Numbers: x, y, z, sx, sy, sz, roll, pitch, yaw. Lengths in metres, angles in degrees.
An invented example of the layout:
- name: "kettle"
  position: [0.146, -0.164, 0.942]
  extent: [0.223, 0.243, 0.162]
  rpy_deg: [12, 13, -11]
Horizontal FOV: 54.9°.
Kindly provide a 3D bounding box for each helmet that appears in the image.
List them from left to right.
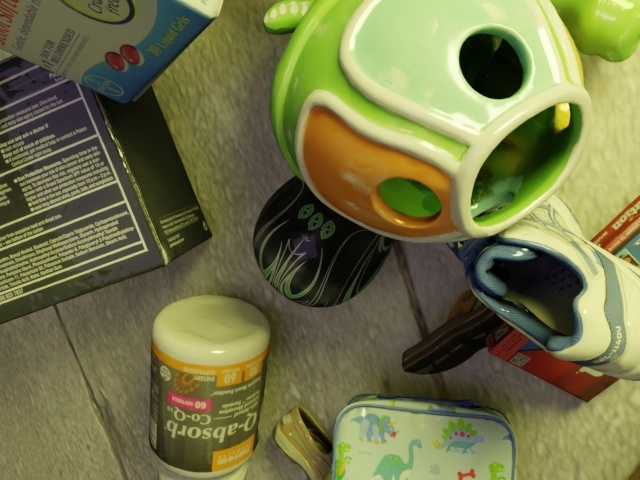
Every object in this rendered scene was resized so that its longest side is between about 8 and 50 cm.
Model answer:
- name: "helmet"
  position: [0.000, 0.000, 0.726]
  extent: [0.169, 0.169, 0.161]
  rpy_deg: [41, 104, 10]

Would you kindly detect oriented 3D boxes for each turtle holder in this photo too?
- name: "turtle holder"
  position: [0.126, -0.125, 0.554]
  extent: [0.227, 0.320, 0.243]
  rpy_deg: [46, 137, 41]

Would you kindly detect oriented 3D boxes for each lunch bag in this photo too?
- name: "lunch bag"
  position: [0.124, 0.276, 0.744]
  extent: [0.219, 0.090, 0.176]
  rpy_deg: [2, 84, 11]

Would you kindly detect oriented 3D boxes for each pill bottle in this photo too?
- name: "pill bottle"
  position: [-0.161, 0.231, 0.878]
  extent: [0.162, 0.162, 0.278]
  rpy_deg: [16, 114, 22]

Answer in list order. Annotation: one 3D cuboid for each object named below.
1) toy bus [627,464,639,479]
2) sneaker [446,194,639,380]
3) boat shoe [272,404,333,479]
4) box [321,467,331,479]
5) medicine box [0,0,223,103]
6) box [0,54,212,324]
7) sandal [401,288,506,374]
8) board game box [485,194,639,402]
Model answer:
- name: "toy bus"
  position: [0.369, 0.312, 0.646]
  extent: [0.108, 0.130, 0.332]
  rpy_deg: [28, 117, 16]
- name: "sneaker"
  position: [0.182, 0.008, 0.572]
  extent: [0.296, 0.131, 0.111]
  rpy_deg: [47, 118, 53]
- name: "boat shoe"
  position: [0.017, 0.314, 0.872]
  extent: [0.190, 0.068, 0.072]
  rpy_deg: [41, 109, 10]
- name: "box"
  position: [0.079, 0.307, 0.815]
  extent: [0.105, 0.043, 0.179]
  rpy_deg: [39, 92, 12]
- name: "medicine box"
  position: [-0.253, -0.280, 0.557]
  extent: [0.263, 0.289, 0.149]
  rpy_deg: [-10, 64, 57]
- name: "box"
  position: [-0.349, -0.077, 0.823]
  extent: [0.296, 0.183, 0.293]
  rpy_deg: [-19, 99, 12]
- name: "sandal"
  position: [0.183, 0.088, 0.707]
  extent: [0.219, 0.090, 0.060]
  rpy_deg: [-37, 46, 29]
- name: "board game box"
  position: [0.313, 0.049, 0.611]
  extent: [0.145, 0.027, 0.281]
  rpy_deg: [27, 122, -16]
